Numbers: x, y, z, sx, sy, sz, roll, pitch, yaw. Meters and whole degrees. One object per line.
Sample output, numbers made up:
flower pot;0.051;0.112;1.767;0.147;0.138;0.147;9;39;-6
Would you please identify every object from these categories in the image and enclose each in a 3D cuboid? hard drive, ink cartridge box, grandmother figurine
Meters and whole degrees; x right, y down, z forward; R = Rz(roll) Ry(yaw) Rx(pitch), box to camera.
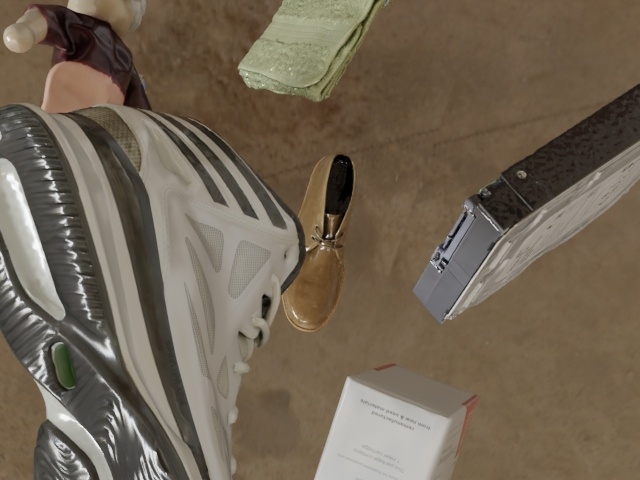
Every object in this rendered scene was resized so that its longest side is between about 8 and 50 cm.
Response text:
hard drive;0.274;-0.051;1.163;0.339;0.237;0.064;-31;71;-25
ink cartridge box;0.084;0.394;1.484;0.160;0.279;0.385;20;94;16
grandmother figurine;-0.241;-0.156;1.020;0.104;0.208;0.342;-11;53;19

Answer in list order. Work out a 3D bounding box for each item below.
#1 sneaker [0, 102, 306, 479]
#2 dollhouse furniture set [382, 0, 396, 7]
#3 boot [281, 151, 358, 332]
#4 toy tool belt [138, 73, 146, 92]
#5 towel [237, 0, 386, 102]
sneaker;-0.075;0.109;0.736;0.257;0.169;0.448;-15;90;-50
dollhouse furniture set;0.104;-0.427;1.372;0.197;0.301;0.151;-22;90;-9
boot;0.000;0.000;1.654;0.112;0.115;0.305;11;85;-6
toy tool belt;-0.363;-0.299;1.983;0.052;0.083;0.051;-37;112;13
towel;-0.009;-0.168;0.825;0.027;0.148;0.110;35;85;-31
